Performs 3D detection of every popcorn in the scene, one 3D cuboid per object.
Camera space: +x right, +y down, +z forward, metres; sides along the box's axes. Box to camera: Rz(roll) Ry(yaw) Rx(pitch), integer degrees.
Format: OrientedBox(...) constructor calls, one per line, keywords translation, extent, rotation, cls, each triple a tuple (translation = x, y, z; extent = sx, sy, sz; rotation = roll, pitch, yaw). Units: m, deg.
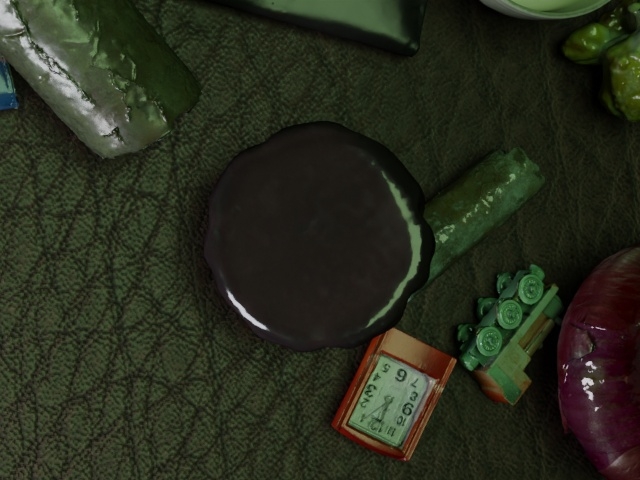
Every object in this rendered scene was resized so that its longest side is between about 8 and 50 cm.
OrientedBox(translation=(0.437, -0.254, 1.820), extent=(0.212, 0.198, 0.198), rotation=(27, 77, 21), cls="popcorn")

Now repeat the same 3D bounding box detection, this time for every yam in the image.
OrientedBox(translation=(0.175, -0.026, 1.765), extent=(0.259, 0.093, 0.093), rotation=(-38, 98, -16), cls="yam")
OrientedBox(translation=(-0.289, -0.243, 1.574), extent=(0.168, 0.168, 0.304), rotation=(-46, 112, -14), cls="yam")

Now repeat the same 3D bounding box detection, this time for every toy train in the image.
OrientedBox(translation=(0.258, 0.120, 1.795), extent=(0.118, 0.074, 0.176), rotation=(48, 71, -19), cls="toy train")

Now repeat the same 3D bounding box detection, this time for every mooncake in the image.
OrientedBox(translation=(0.000, 0.000, 1.650), extent=(0.283, 0.141, 0.283), rotation=(-1, 86, 9), cls="mooncake")

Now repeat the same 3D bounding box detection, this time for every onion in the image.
OrientedBox(translation=(0.480, 0.169, 1.748), extent=(0.347, 0.285, 0.348), rotation=(2, 85, -28), cls="onion")

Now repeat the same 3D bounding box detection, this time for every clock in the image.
OrientedBox(translation=(0.091, 0.197, 1.744), extent=(0.113, 0.061, 0.155), rotation=(28, 83, -13), cls="clock")

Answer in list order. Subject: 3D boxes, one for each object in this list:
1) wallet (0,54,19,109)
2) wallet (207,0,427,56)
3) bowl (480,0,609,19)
OrientedBox(translation=(-0.474, -0.204, 1.596), extent=(0.202, 0.059, 0.141), rotation=(-14, 89, -17), cls="wallet")
OrientedBox(translation=(-0.028, -0.374, 1.745), extent=(0.377, 0.051, 0.197), rotation=(12, 86, -16), cls="wallet")
OrientedBox(translation=(0.277, -0.415, 1.790), extent=(0.277, 0.145, 0.277), rotation=(1, 85, -18), cls="bowl")
